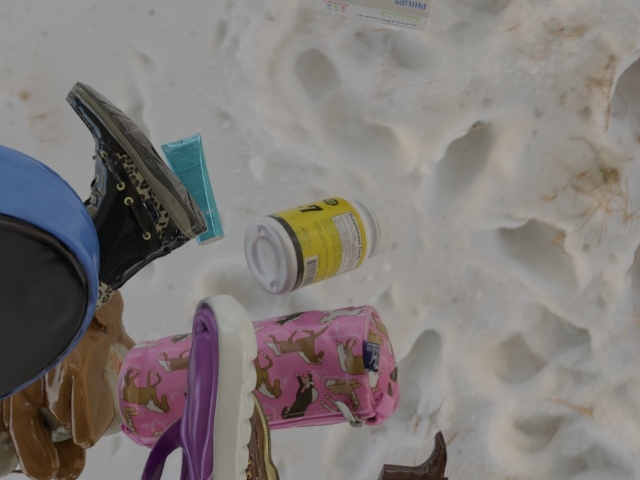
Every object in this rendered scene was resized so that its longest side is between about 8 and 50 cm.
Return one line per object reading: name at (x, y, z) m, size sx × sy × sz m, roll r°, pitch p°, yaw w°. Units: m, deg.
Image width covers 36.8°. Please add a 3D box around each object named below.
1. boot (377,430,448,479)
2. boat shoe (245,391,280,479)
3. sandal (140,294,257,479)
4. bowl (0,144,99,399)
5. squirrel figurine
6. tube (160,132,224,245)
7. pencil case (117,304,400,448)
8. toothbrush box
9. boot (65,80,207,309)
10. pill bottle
boot at (0.147, 0.361, 1.549) m, size 0.114 × 0.037 × 0.106 m, roll -2°, pitch 69°, yaw 2°
boat shoe at (-0.093, 0.246, 1.125) m, size 0.064 × 0.060 × 0.178 m, roll -57°, pitch 40°, yaw 45°
sandal at (-0.143, 0.258, 0.972) m, size 0.102 × 0.169 × 0.416 m, roll 4°, pitch 93°, yaw -21°
bowl at (-0.404, 0.063, 0.935) m, size 0.391 × 0.391 × 0.077 m, roll -42°, pitch 53°, yaw 24°
squirrel figurine at (-0.519, 0.246, 1.727) m, size 0.370 × 0.281 × 0.397 m, roll -18°, pitch 80°, yaw 18°
tube at (-0.236, -0.096, 1.817) m, size 0.080 × 0.052 × 0.207 m, roll -17°, pitch 83°, yaw -2°
pencil case at (-0.088, 0.195, 1.345) m, size 0.386 × 0.167 × 0.160 m, roll -10°, pitch 101°, yaw 14°
toothbrush box at (0.114, -0.538, 1.704) m, size 0.206 × 0.122 × 0.283 m, roll 11°, pitch 92°, yaw 1°
boot at (-0.270, -0.053, 1.147) m, size 0.178 × 0.085 × 0.236 m, roll -40°, pitch 86°, yaw 7°
pill bottle at (0.000, 0.000, 1.444) m, size 0.119 × 0.208 × 0.119 m, roll 24°, pitch 123°, yaw 46°
